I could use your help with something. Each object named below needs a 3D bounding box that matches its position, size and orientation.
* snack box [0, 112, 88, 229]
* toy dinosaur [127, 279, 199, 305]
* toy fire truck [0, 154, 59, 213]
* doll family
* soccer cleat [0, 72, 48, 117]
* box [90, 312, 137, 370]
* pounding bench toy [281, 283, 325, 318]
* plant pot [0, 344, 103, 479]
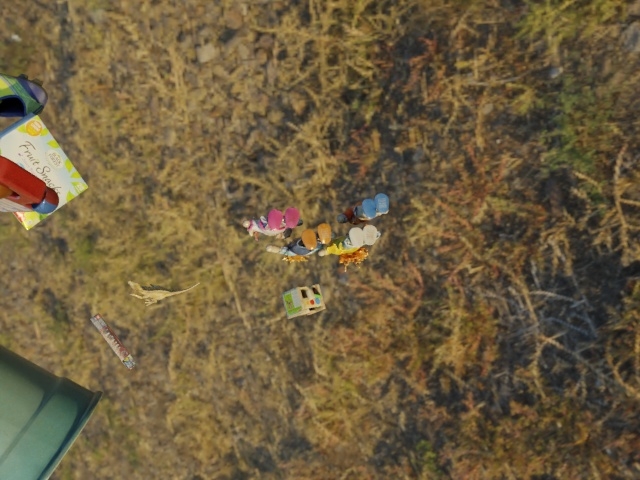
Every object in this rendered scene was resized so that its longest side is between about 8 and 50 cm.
[{"bbox_3d":[-0.667,-0.159,1.753,0.070,0.174,0.207,25,148,53],"label":"snack box"},{"bbox_3d":[-0.384,0.124,1.817,0.093,0.183,0.053,-13,76,47],"label":"toy dinosaur"},{"bbox_3d":[-0.592,-0.114,1.318,0.302,0.254,0.169,0,70,45],"label":"toy fire truck"},{"bbox_3d":[0.000,0.000,1.340,0.163,0.263,0.118,154,108,-74],"label":"doll family"},{"bbox_3d":[-0.821,-0.368,1.894,0.289,0.121,0.093,14,150,8],"label":"soccer cleat"},{"bbox_3d":[-0.506,0.249,1.874,0.137,0.027,0.094,47,162,18],"label":"box"},{"bbox_3d":[-0.021,0.113,1.485,0.083,0.065,0.052,-26,75,45],"label":"pounding bench toy"},{"bbox_3d":[-0.662,0.341,1.479,0.334,0.341,0.341,39,146,-11],"label":"plant pot"}]
